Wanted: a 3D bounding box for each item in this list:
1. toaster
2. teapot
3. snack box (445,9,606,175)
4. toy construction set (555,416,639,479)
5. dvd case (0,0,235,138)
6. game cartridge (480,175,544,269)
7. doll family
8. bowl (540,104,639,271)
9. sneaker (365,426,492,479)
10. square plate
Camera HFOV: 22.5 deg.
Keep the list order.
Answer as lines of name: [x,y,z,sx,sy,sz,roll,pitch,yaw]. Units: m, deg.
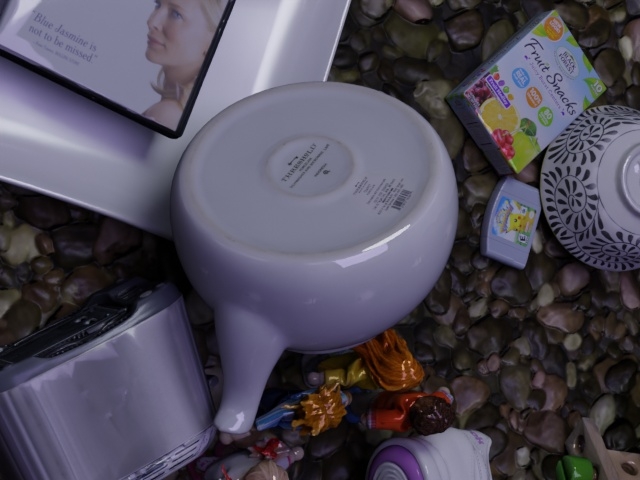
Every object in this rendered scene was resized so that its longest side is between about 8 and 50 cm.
toaster: [-0.193,0.136,1.322,0.227,0.129,0.146,-28,104,-26]
teapot: [0.000,0.000,1.343,0.256,0.252,0.187,-15,137,-8]
snack box: [0.203,-0.145,1.580,0.141,0.037,0.100,-42,108,-22]
toy construction set: [0.358,0.167,1.573,0.237,0.257,0.308,8,64,-15]
dvd case: [-0.152,-0.235,1.355,0.180,0.022,0.253,26,77,-24]
game cartridge: [0.187,-0.019,1.582,0.056,0.017,0.083,20,80,-22]
doll family: [-0.002,0.140,1.398,0.263,0.163,0.118,-20,98,-26]
bowl: [0.310,-0.055,1.581,0.170,0.080,0.170,2,85,-20]
sneaker: [0.129,0.321,1.490,0.152,0.114,0.305,-12,102,-44]
square plate: [-0.152,-0.183,1.394,0.347,0.049,0.344,21,79,-25]
